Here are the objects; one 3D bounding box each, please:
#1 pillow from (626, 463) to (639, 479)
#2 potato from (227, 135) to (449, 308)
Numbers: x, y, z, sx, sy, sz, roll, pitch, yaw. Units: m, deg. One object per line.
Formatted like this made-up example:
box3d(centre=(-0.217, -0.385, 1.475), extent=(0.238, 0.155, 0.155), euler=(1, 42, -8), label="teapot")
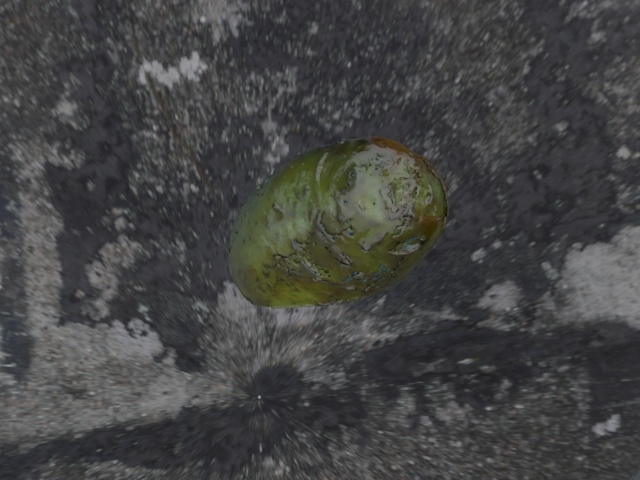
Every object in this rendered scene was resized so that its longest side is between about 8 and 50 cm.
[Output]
box3d(centre=(0.360, 0.207, 0.906), extent=(0.169, 0.255, 0.059), euler=(-35, 117, -13), label="pillow")
box3d(centre=(0.000, 0.000, 0.808), extent=(0.119, 0.198, 0.054), euler=(58, 38, -21), label="potato")
